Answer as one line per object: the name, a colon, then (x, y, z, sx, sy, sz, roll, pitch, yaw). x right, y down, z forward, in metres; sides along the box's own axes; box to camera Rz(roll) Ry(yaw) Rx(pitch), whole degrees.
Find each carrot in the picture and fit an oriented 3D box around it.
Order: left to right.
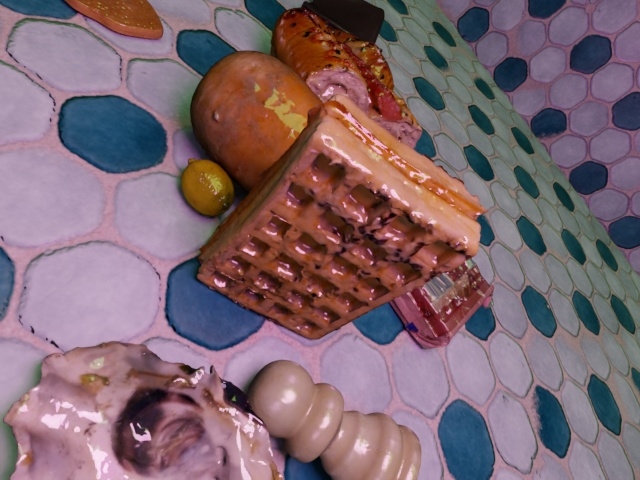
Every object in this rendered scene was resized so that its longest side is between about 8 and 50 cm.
carrot: (-0.065, -0.172, 0.740, 0.341, 0.224, 0.224, 41, 44, 0)

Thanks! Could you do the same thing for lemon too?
lemon: (-0.195, -0.093, 0.695, 0.082, 0.082, 0.110, -28, 80, -46)

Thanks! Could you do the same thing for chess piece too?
chess piece: (0.004, 0.272, 0.592, 0.251, 0.144, 0.144, 37, 45, -5)

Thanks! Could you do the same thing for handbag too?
handbag: (0.063, -0.682, 1.272, 0.257, 0.113, 0.285, 30, 54, -13)

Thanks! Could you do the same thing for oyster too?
oyster: (-0.177, 0.260, 0.463, 0.351, 0.115, 0.237, 38, 37, -21)

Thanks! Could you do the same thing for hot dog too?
hot dog: (0.049, -0.405, 0.999, 0.368, 0.196, 0.365, 10, 43, -41)

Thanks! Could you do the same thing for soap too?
soap: (0.276, 0.112, 0.932, 0.274, 0.098, 0.217, -25, 80, -46)

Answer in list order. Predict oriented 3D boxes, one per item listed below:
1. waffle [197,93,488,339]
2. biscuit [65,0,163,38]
waffle: (0.000, 0.000, 0.582, 0.261, 0.376, 0.113, 32, 48, -17)
biscuit: (-0.418, -0.474, 0.798, 0.221, 0.029, 0.141, 20, 53, -28)
